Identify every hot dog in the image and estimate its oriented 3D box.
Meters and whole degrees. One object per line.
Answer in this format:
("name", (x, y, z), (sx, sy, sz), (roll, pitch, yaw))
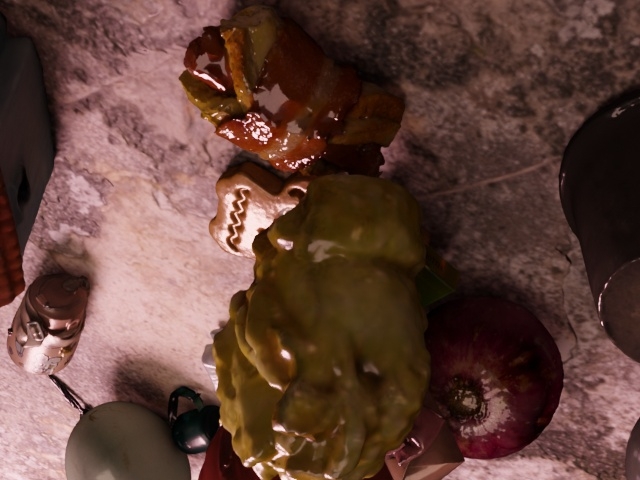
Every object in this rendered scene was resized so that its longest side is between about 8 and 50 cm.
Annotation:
("hot dog", (-0.029, -0.122, 1.012), (0.213, 0.103, 0.146), (30, 137, -11))

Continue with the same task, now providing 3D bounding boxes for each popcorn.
("popcorn", (-0.006, 0.089, 1.039), (0.174, 0.285, 0.225), (10, 168, -33))

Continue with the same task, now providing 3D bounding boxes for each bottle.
("bottle", (-0.346, 0.100, 1.408), (0.099, 0.099, 0.152), (28, 138, -6))

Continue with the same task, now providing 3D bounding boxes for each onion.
("onion", (0.169, 0.143, 1.174), (0.177, 0.153, 0.177), (8, 131, 9))

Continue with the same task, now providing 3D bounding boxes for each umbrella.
("umbrella", (-0.362, 0.237, 1.623), (0.148, 0.022, 0.022), (60, 165, -25))

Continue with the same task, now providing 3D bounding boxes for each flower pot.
("flower pot", (0.325, 0.009, 0.945), (0.269, 0.166, 0.269), (15, 140, 13))

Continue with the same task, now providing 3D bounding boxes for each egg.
("egg", (-0.271, 0.325, 1.558), (0.168, 0.168, 0.230), (2, 133, 23))

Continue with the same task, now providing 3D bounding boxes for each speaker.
("speaker", (-0.174, 0.249, 1.514), (0.075, 0.060, 0.094), (-23, 122, 39))

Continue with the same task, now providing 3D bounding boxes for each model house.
("model house", (-0.404, -0.030, 1.076), (0.252, 0.329, 0.294), (-1, 139, -6))

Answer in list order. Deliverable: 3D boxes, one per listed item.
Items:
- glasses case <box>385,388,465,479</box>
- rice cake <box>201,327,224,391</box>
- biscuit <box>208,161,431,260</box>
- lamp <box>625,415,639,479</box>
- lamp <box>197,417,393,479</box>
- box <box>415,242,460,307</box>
("glasses case", (0.069, 0.160, 1.116), (0.102, 0.070, 0.193), (-52, 57, 47))
("rice cake", (-0.072, 0.244, 1.459), (0.066, 0.063, 0.336), (4, 136, 26))
("biscuit", (-0.001, 0.002, 1.186), (0.249, 0.035, 0.184), (21, 140, 2))
("lamp", (0.436, 0.278, 1.173), (0.182, 0.182, 0.314), (-7, 134, 31))
("lamp", (-0.001, 0.273, 1.284), (0.257, 0.303, 0.303), (46, 148, 27))
("box", (0.037, 0.045, 1.165), (0.121, 0.030, 0.193), (39, 135, -18))
